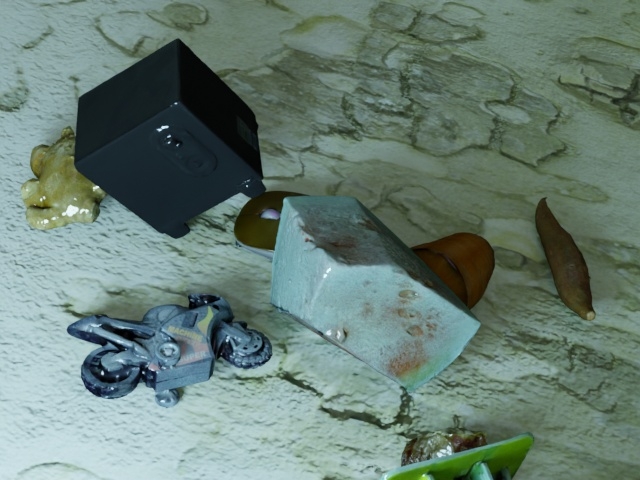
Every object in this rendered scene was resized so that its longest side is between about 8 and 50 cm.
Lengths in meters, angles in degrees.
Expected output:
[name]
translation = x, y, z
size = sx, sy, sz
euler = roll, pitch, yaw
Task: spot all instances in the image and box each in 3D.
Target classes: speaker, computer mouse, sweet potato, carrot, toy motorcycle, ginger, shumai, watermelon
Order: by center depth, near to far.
[shumai]
translation = 0.193, 0.346, 1.722
size = 0.139, 0.105, 0.123
euler = 9, 46, 28
[toy motorcycle]
translation = -0.235, 0.162, 1.755
size = 0.307, 0.108, 0.173
euler = -7, 44, -20
[watermelon]
translation = 0.050, 0.073, 1.767
size = 0.387, 0.258, 0.228
euler = 39, 93, 16
[speaker]
translation = -0.252, -0.163, 1.888
size = 0.232, 0.254, 0.184
euler = -26, 46, 21
[ginger]
translation = -0.436, -0.113, 1.934
size = 0.157, 0.102, 0.216
euler = -13, 55, 8
[carrot]
translation = 0.228, 0.050, 1.956
size = 0.159, 0.159, 0.225
euler = 36, 37, 16
[computer mouse]
translation = 0.000, 0.000, 1.977
size = 0.310, 0.072, 0.158
euler = 20, 46, 3
[sweet potato]
translation = 0.461, 0.038, 2.075
size = 0.072, 0.066, 0.314
euler = 9, 45, -17

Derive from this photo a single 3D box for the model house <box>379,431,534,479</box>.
[model house]
translation = 0.204, 0.467, 1.433
size = 0.242, 0.358, 0.313
euler = -11, 52, -26
